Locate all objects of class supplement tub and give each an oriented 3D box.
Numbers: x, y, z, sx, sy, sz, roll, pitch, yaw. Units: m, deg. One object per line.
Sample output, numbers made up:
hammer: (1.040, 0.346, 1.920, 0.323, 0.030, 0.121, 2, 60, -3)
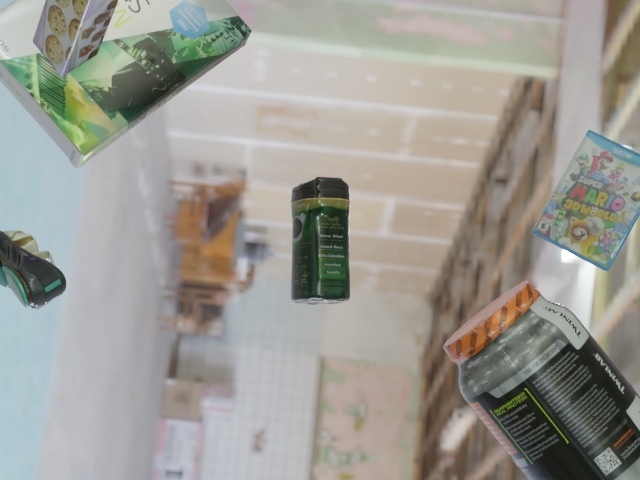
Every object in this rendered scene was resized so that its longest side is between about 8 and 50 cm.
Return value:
supplement tub: (0.323, 0.223, 1.963, 0.316, 0.193, 0.193, 52, 0, 0)

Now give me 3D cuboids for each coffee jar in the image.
coffee jar: (0.000, 0.000, 2.096, 0.096, 0.079, 0.184, 166, -75, -69)

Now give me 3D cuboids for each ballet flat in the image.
ballet flat: (-0.365, 0.028, 1.741, 0.203, 0.074, 0.074, 29, -62, 52)

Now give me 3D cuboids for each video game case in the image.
video game case: (0.386, -0.056, 1.990, 0.166, 0.119, 0.015, -60, 163, -4)

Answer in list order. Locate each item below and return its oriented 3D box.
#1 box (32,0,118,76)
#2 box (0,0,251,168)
box: (-0.277, -0.304, 1.704, 0.063, 0.067, 0.324, -39, 176, -29)
box: (-0.287, -0.280, 1.982, 0.322, 0.232, 0.058, -41, 176, -24)
